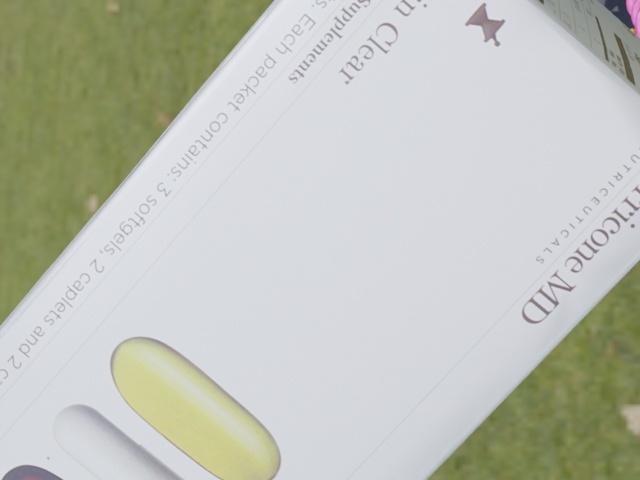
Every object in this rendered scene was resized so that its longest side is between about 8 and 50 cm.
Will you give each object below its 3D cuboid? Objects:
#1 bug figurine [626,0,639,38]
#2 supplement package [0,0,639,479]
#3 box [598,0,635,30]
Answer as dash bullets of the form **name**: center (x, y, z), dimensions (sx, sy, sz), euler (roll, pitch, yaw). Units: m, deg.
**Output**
- **bug figurine**: center (0.183, -0.155, 1.067), dimensions (0.072, 0.279, 0.216), euler (-32, 29, 24)
- **supplement package**: center (0.000, 0.000, 0.674), dimensions (0.262, 0.145, 0.204), euler (-49, 7, 15)
- **box**: center (0.157, -0.186, 1.360), dimensions (0.183, 0.296, 0.294), euler (-29, -53, -81)
